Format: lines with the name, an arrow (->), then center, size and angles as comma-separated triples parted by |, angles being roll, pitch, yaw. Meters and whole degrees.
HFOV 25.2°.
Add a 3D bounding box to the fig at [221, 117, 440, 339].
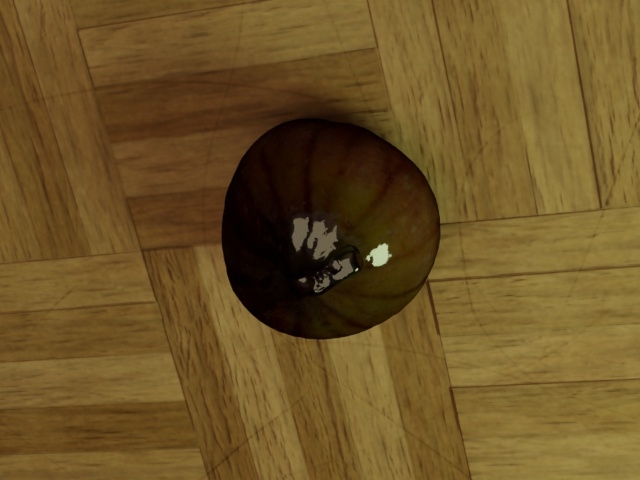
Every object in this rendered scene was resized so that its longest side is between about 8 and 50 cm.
fig -> 0.002, -0.008, 1.469 | 0.235, 0.214, 0.235 | 27, 141, 25
